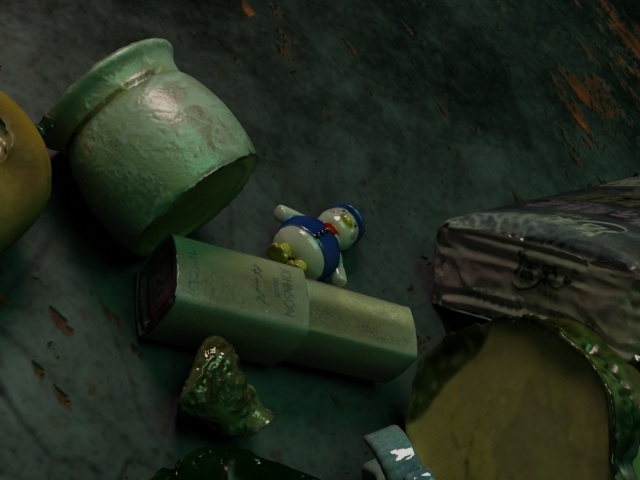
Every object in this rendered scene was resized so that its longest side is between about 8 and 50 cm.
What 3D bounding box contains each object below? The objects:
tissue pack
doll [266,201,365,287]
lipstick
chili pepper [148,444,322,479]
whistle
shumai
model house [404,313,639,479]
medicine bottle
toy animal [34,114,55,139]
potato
[{"bbox_3d":[0.318,0.015,1.470,0.361,0.259,0.122,-16,112,-45],"label":"tissue pack"},{"bbox_3d":[0.000,0.000,1.367,0.099,0.057,0.143,50,36,7],"label":"doll"},{"bbox_3d":[-0.034,0.066,1.266,0.252,0.077,0.079,14,50,-30],"label":"lipstick"},{"bbox_3d":[-0.021,0.263,1.063,0.261,0.174,0.165,33,19,-22],"label":"chili pepper"},{"bbox_3d":[0.087,0.243,1.133,0.093,0.269,0.180,-17,108,-16],"label":"whistle"},{"bbox_3d":[-0.073,0.126,1.184,0.080,0.082,0.083,21,15,0],"label":"shumai"},{"bbox_3d":[0.252,0.231,1.236,0.266,0.261,0.321,13,57,-34],"label":"model house"},{"bbox_3d":[-0.148,-0.081,1.240,0.143,0.147,0.147,49,41,10],"label":"medicine bottle"},{"bbox_3d":[-0.314,-0.170,1.226,0.070,0.079,0.253,-24,72,-24],"label":"toy animal"},{"bbox_3d":[-0.305,-0.048,1.095,0.234,0.146,0.150,-40,129,-62],"label":"potato"}]
